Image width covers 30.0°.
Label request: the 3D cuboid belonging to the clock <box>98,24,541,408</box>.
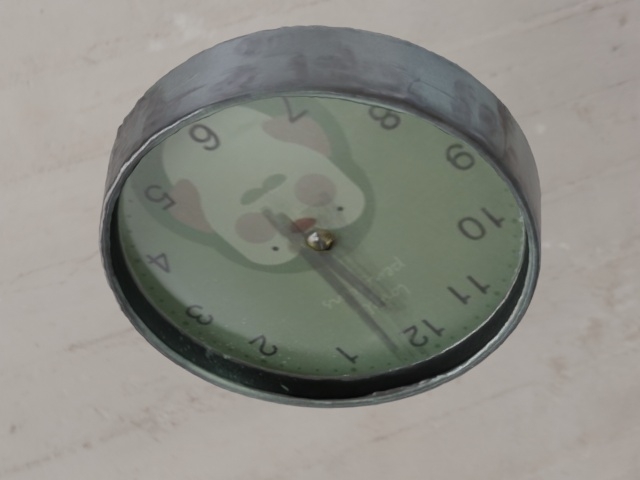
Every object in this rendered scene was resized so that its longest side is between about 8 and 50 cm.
[{"bbox_3d":[0.001,-0.001,0.852,0.318,0.319,0.066,18,41,-13],"label":"clock"}]
